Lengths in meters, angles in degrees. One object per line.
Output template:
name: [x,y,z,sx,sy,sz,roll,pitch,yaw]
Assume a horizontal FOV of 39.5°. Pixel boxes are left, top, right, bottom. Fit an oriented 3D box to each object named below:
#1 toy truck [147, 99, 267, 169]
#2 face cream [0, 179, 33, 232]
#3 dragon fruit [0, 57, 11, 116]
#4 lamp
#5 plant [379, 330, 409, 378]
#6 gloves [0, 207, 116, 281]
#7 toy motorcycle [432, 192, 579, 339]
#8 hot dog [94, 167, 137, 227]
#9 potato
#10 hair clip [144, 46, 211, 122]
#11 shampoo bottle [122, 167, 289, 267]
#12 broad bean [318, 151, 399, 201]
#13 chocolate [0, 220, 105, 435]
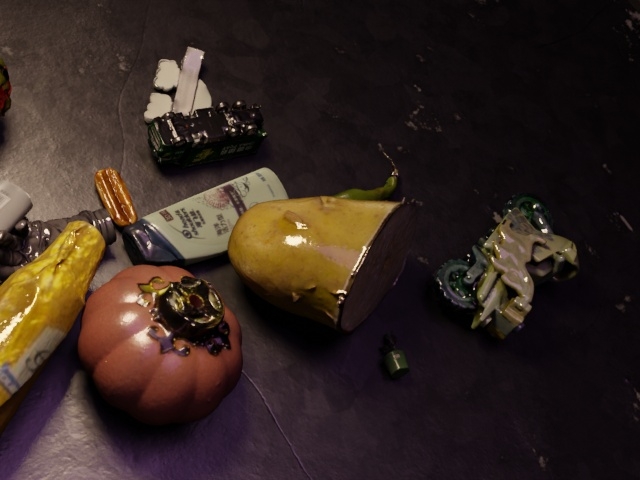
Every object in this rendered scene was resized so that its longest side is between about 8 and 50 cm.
toy truck: [-0.244,-0.228,1.913,0.259,0.121,0.088,-15,69,-31]
face cream: [-0.643,-0.002,1.616,0.107,0.073,0.269,16,48,22]
dragon fruit: [-0.718,-0.262,1.652,0.231,0.237,0.303,24,62,15]
lamp: [-0.270,0.170,1.575,0.305,0.239,0.305,24,39,-21]
plant: [0.150,0.236,1.866,0.051,0.051,0.102,0,48,-25]
gloves: [-0.503,0.015,1.654,0.285,0.119,0.142,-13,65,-46]
toy motorcycle: [0.440,0.059,2.038,0.237,0.169,0.410,44,58,12]
hot dog: [-0.411,-0.081,1.799,0.062,0.038,0.144,-17,72,-35]
potato: [0.000,0.000,1.819,0.296,0.290,0.397,24,35,15]
hair clip: [-0.307,-0.334,1.994,0.140,0.054,0.220,19,58,-19]
shampoo bottle: [-0.225,-0.034,1.833,0.359,0.078,0.134,-26,81,-35]
broad bean: [0.080,-0.100,2.032,0.098,0.056,0.318,44,47,12]
chocolate: [-0.500,0.136,1.478,0.162,0.162,0.445,31,53,-5]
